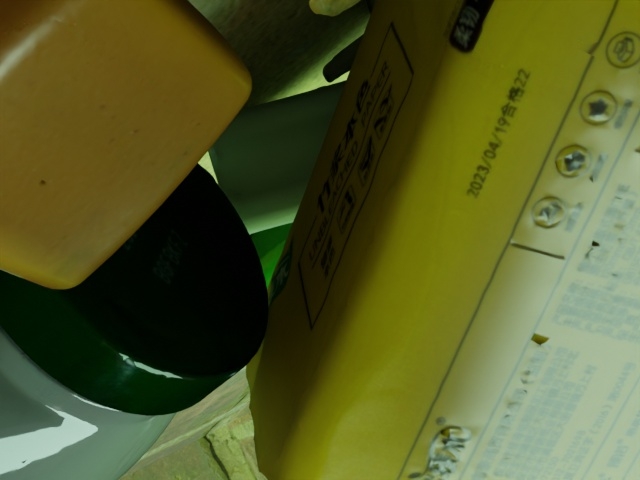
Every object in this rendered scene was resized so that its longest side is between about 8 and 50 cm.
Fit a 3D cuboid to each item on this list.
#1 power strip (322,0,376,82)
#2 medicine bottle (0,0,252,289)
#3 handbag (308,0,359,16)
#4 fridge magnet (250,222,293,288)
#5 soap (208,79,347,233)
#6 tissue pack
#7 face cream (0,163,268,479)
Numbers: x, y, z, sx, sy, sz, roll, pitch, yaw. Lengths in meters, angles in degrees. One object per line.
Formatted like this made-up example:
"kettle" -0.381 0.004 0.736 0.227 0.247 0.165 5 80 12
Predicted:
"power strip" 0.121 -0.199 0.930 0.288 0.053 0.093 -30 171 3
"medicine bottle" -0.143 -0.080 0.541 0.149 0.112 0.222 -48 155 3
"handbag" 0.106 -0.260 0.417 0.283 0.133 0.401 -39 172 -26
"fridge magnet" 0.000 0.000 1.400 0.208 0.088 0.208 -28 169 -6
"soap" 0.053 -0.081 0.984 0.265 0.088 0.160 -17 180 1
"tissue pack" 0.147 -0.012 0.807 0.293 0.228 0.382 13 117 -15
"face cream" -0.225 0.090 0.878 0.357 0.219 0.312 -38 166 29
